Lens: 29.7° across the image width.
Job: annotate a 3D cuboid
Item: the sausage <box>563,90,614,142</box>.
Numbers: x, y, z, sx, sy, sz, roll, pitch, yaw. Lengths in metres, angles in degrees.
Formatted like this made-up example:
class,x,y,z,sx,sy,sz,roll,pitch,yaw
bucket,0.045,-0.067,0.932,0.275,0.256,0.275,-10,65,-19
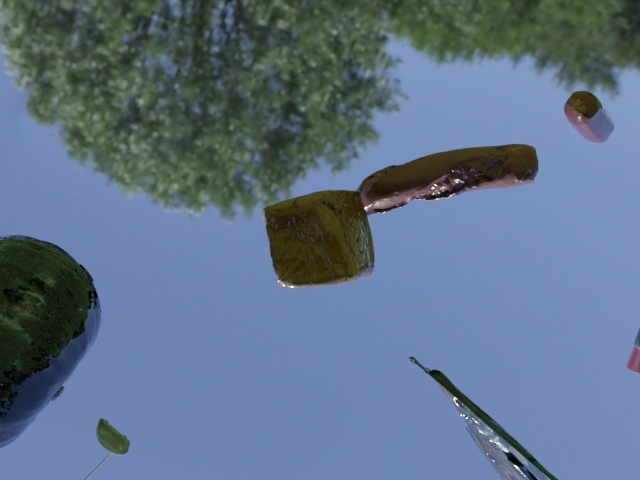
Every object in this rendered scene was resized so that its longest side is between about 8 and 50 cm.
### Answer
class,x,y,z,sx,sy,sz,roll,pitch,yaw
sausage,0.307,-0.141,1.377,0.039,0.041,0.131,44,-170,20

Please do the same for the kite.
class,x,y,z,sx,sy,sz,roll,pitch,yaw
kite,0.198,0.214,0.968,0.368,0.014,0.406,45,174,-9

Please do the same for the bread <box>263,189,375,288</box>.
class,x,y,z,sx,sy,sz,roll,pitch,yaw
bread,0.000,0.000,1.990,0.149,0.143,0.158,-17,-89,-73

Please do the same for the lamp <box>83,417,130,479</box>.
class,x,y,z,sx,sy,sz,roll,pitch,yaw
lamp,-0.341,0.329,1.690,0.056,0.198,0.050,35,-155,-17

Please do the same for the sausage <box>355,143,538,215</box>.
class,x,y,z,sx,sy,sz,roll,pitch,yaw
sausage,0.204,-0.107,2.035,0.326,0.087,0.079,-10,-136,18

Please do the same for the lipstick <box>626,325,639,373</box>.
class,x,y,z,sx,sy,sz,roll,pitch,yaw
lipstick,0.365,0.050,1.271,0.053,0.234,0.053,8,-144,-5

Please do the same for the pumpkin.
class,x,y,z,sx,sy,sz,roll,pitch,yaw
pumpkin,-0.328,0.106,1.224,0.163,0.233,0.233,36,-156,-11
